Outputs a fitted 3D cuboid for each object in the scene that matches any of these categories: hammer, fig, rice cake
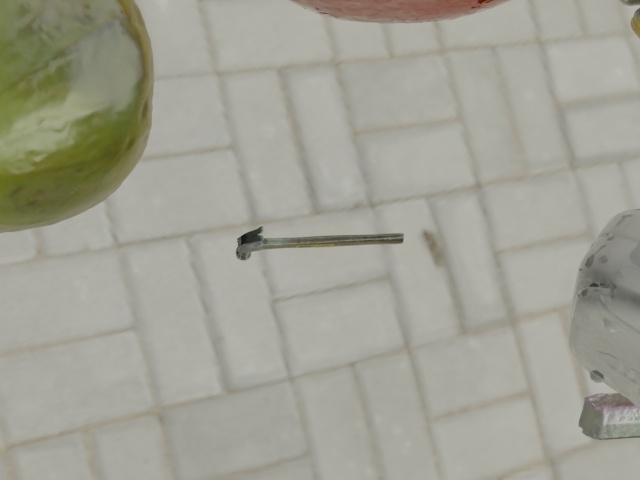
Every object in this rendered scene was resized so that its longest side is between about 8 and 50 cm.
[{"bbox_3d":[0.000,0.000,1.692,0.182,0.062,0.017,-3,70,-6],"label":"hammer"},{"bbox_3d":[-0.363,-0.165,1.783,0.343,0.343,0.343,11,70,-33],"label":"fig"},{"bbox_3d":[0.345,0.159,1.469,0.206,0.036,0.047,-5,109,-1],"label":"rice cake"}]

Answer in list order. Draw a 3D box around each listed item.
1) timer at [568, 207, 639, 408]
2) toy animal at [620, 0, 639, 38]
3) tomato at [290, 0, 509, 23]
[{"bbox_3d":[0.264,0.085,0.984,0.237,0.262,0.087,35,81,14],"label":"timer"},{"bbox_3d":[0.300,-0.215,1.186,0.208,0.154,0.325,36,28,-12],"label":"toy animal"},{"bbox_3d":[0.048,-0.277,0.819,0.289,0.325,0.293,36,70,24],"label":"tomato"}]
